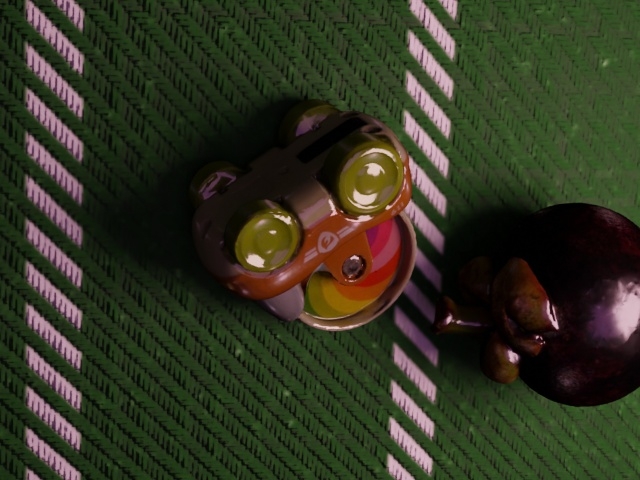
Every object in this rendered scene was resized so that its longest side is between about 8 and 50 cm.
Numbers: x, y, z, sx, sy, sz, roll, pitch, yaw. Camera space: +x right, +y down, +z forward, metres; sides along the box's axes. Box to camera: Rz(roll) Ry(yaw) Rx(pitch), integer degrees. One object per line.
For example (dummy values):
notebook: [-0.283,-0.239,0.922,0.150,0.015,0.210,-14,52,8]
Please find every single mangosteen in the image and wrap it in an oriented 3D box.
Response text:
mangosteen: [0.234,0.072,1.147,0.249,0.211,0.212,-10,102,-4]

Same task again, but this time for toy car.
toy car: [0.000,0.000,1.101,0.235,0.145,0.235,-11,117,-21]
